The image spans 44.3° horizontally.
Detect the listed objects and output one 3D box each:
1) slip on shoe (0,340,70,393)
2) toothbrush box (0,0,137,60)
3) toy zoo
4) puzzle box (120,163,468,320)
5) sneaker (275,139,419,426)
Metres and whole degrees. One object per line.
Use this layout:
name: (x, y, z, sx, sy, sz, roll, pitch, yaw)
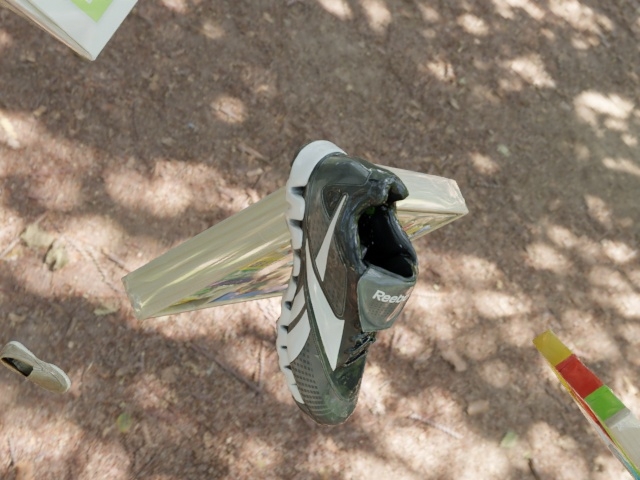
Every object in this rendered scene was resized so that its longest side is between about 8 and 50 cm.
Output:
slip on shoe: (-0.511, 0.234, 1.404, 0.135, 0.051, 0.041, 44, 18, -16)
toothbrush box: (-0.168, -0.250, 0.418, 0.283, 0.206, 0.122, 33, -3, 38)
toy zoo: (0.337, 0.213, 0.912, 0.192, 0.030, 0.293, 53, 5, -12)
puzzle box: (0.000, 0.000, 0.924, 0.409, 0.272, 0.052, -3, 67, -65)
sneaker: (0.024, 0.045, 0.603, 0.078, 0.106, 0.234, -13, 110, -44)
